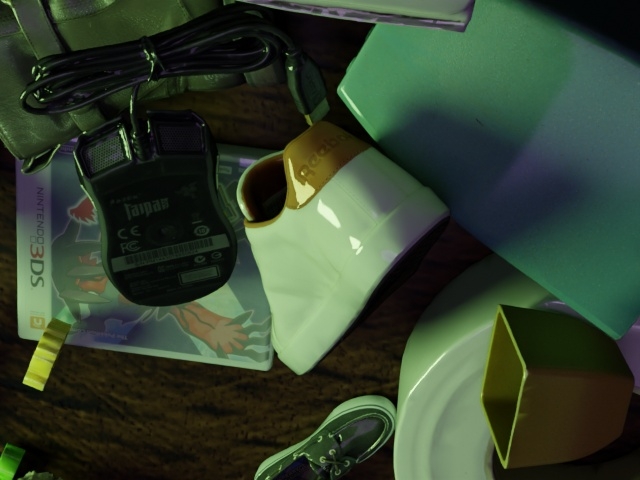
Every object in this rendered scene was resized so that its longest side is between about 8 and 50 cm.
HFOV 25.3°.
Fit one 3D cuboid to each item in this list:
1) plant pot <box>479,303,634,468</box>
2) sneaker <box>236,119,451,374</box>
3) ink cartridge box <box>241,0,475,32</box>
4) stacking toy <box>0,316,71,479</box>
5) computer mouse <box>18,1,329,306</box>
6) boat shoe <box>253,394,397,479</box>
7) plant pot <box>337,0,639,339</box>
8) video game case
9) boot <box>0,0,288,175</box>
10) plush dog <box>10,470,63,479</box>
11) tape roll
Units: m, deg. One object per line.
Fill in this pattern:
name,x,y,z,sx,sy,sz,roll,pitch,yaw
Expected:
plant pot,0.160,0.097,0.948,0.083,0.081,0.081,2,119,-8
sneaker,0.000,0.000,0.969,0.123,0.106,0.290,44,156,7
ink cartridge box,0.031,-0.271,0.740,0.131,0.306,0.226,7,119,2
stacking toy,-0.303,0.116,1.121,0.167,0.052,0.221,23,128,-6
computer mouse,-0.081,-0.062,0.961,0.184,0.060,0.262,-17,142,0
boat shoe,0.004,0.175,1.139,0.142,0.040,0.049,-37,109,23
plant pot,0.142,-0.092,0.917,0.234,0.165,0.165,32,117,-2
video game case,-0.128,0.007,1.072,0.201,0.023,0.183,7,119,2
boot,-0.155,-0.174,0.934,0.229,0.091,0.263,-12,119,10
plush dog,-0.190,0.338,1.182,0.225,0.210,0.262,1,129,-27
tape roll,0.198,0.140,1.067,0.286,0.100,0.286,2,118,4
